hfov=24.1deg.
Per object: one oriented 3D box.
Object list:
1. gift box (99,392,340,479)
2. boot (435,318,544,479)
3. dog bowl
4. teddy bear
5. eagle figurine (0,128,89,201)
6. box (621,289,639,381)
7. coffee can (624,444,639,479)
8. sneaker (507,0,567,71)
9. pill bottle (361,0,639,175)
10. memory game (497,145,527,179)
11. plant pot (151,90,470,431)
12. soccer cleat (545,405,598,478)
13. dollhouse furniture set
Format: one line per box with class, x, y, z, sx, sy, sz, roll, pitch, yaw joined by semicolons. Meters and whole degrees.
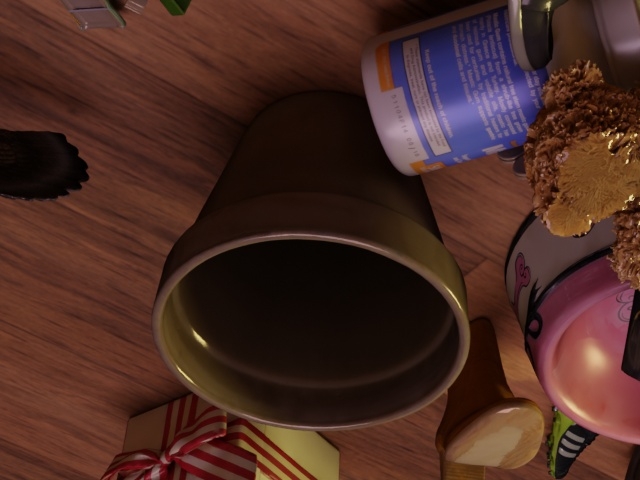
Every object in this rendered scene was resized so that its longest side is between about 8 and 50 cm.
gift box;-0.130;0.356;2.028;0.255;0.276;0.258;-28;127;24
boot;0.198;0.184;1.836;0.104;0.211;0.295;9;148;-7
dog bowl;0.422;0.090;1.764;0.408;0.150;0.408;3;137;3
teddy bear;0.336;-0.080;1.410;0.338;0.113;0.245;-15;119;-14
eagle figurine;-0.417;-0.123;1.587;0.225;0.226;0.298;-30;125;7
box;0.532;0.018;1.559;0.395;0.097;0.318;10;96;-12
coffee can;0.571;0.364;2.010;0.275;0.201;0.201;16;137;-12
sneaker;0.222;-0.238;1.313;0.118;0.083;0.222;-3;138;8
pill bottle;0.190;-0.169;1.493;0.272;0.152;0.152;-15;134;18
memory game;0.266;-0.120;1.523;0.186;0.186;0.012;-14;126;20
plant pot;0.000;0.000;1.607;0.323;0.280;0.323;3;138;3
soccer cleat;0.345;0.265;2.032;0.072;0.060;0.179;2;135;2
dollhouse furniture set;-0.198;-0.261;1.531;0.151;0.059;0.076;2;149;33
